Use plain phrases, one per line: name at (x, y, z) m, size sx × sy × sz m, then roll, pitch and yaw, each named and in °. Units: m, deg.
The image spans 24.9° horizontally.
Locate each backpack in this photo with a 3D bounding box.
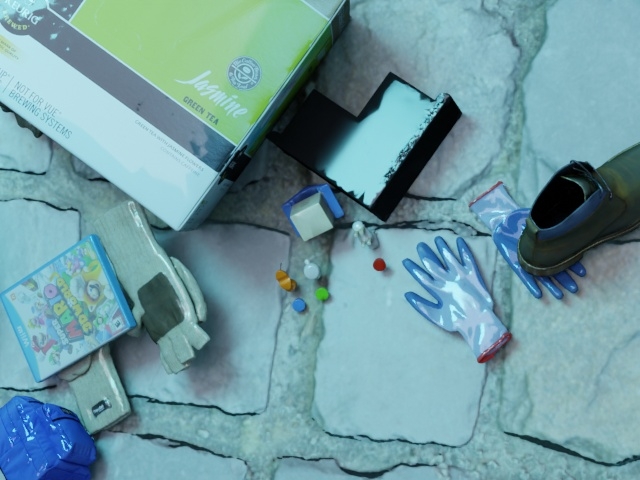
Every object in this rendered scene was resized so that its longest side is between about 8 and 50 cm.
backpack at (-0.326, 0.236, 1.695) m, size 0.101 × 0.098 × 0.120 m, roll -42°, pitch 60°, yaw 2°

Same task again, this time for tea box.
tea box at (-0.185, -0.233, 1.632) m, size 0.329 × 0.220 × 0.323 m, roll 37°, pitch 92°, yaw 1°

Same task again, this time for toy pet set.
toy pet set at (0.000, 0.000, 1.673) m, size 0.122 × 0.065 × 0.114 m, roll -26°, pitch 108°, yaw 13°

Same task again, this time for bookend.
bookend at (0.050, -0.132, 1.664) m, size 0.157 × 0.072 × 0.156 m, roll 35°, pitch 90°, yaw 20°

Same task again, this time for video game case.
video game case at (-0.298, 0.081, 1.696) m, size 0.166 × 0.015 × 0.119 m, roll -30°, pitch 80°, yaw 31°

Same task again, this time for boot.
boot at (0.302, -0.050, 1.545) m, size 0.219 × 0.106 × 0.082 m, roll -40°, pitch 68°, yaw -6°

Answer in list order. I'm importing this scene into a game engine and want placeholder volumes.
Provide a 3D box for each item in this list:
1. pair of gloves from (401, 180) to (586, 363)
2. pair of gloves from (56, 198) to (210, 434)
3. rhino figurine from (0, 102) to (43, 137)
pair of gloves at (0.194, 0.031, 1.616) m, size 0.198 × 0.023 × 0.159 m, roll -39°, pitch 70°, yaw 2°
pair of gloves at (-0.234, 0.089, 1.692) m, size 0.240 × 0.042 × 0.204 m, roll -40°, pitch 75°, yaw 29°
rhino figurine at (-0.325, -0.254, 1.780) m, size 0.106 × 0.073 × 0.243 m, roll 31°, pitch 94°, yaw 5°
